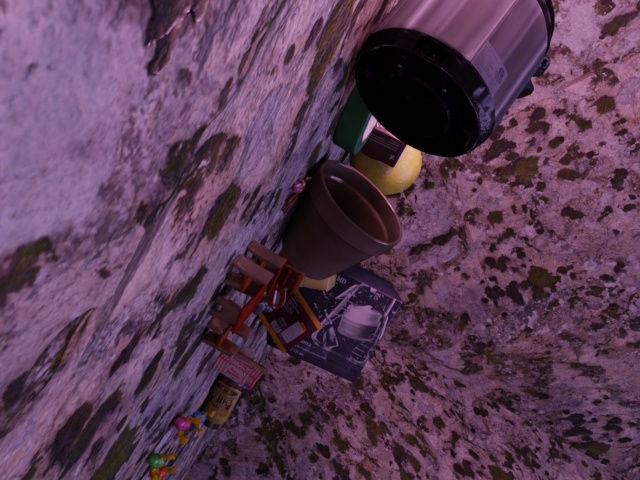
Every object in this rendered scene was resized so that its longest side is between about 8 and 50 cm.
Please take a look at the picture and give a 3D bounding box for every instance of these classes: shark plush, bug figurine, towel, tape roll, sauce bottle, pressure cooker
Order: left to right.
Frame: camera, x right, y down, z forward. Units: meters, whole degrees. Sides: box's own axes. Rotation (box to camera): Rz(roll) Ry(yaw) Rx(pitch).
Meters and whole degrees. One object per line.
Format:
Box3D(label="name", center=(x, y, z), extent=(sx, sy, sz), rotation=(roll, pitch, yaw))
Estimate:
Box3D(label="bug figurine", center=(-0.435, 0.611, 1.474), extent=(0.279, 0.072, 0.216), rotation=(-54, 167, -24))
Box3D(label="towel", center=(-0.467, 0.635, 1.663), extent=(0.083, 0.009, 0.060), rotation=(-60, 175, -3))
Box3D(label="sauce bottle", center=(-0.354, 0.563, 1.882), extent=(0.344, 0.111, 0.111), rotation=(-63, 175, 16))
Box3D(label="shark plush", center=(-0.213, 0.231, 1.704), extent=(0.067, 0.073, 0.161), rotation=(-29, 176, -7))
Box3D(label="tape roll", center=(0.148, -0.416, 1.470), extent=(0.321, 0.077, 0.321), rotation=(-60, 176, -6))
Box3D(label="pressure cooker", center=(0.335, -0.454, 1.165), extent=(0.420, 0.375, 0.370), rotation=(-53, 156, -14))

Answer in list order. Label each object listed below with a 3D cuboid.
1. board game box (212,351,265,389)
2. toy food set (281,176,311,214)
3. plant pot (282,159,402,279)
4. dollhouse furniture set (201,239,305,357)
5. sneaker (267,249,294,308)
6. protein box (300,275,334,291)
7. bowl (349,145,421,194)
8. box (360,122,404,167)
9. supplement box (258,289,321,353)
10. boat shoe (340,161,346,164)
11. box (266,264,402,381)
Box3D(label="board game box", center=(-0.275, 0.437, 1.682), extent=(0.045, 0.146, 0.193), rotation=(-60, 176, -1))
Box3D(label="toy food set", center=(-0.070, -0.120, 1.274), extent=(0.122, 0.019, 0.078), rotation=(-53, 177, 10))
Box3D(label="plant pot", center=(0.039, -0.031, 1.488), extent=(0.280, 0.323, 0.323), rotation=(-45, -176, 28))
Box3D(label="dollhouse furniture set", center=(-0.149, 0.133, 1.209), extent=(0.262, 0.135, 0.259), rotation=(-63, 175, 31))
Box3D(label="sneaker", center=(-0.148, 0.117, 1.715), extent=(0.221, 0.087, 0.128), rotation=(-69, -161, 7))
Box3D(label="protein box", center=(-0.007, 0.075, 1.867), extent=(0.201, 0.136, 0.200), rotation=(-7, 108, -80))
Box3D(label="bowl", center=(0.252, -0.337, 1.889), extent=(0.289, 0.289, 0.156), rotation=(-60, 169, -10))
Box3D(label="box", center=(0.266, -0.461, 1.779), extent=(0.381, 0.191, 0.143), rotation=(-59, 172, -32))
Box3D(label="supplement box", center=(-0.124, 0.332, 2.040), extent=(0.194, 0.191, 0.129), rotation=(-33, 172, -6))
Box3D(label="boat shoe", center=(0.074, -0.252, 1.854), extent=(0.135, 0.050, 0.045), rotation=(106, 9, -73))
Box3D(label="box", center=(0.054, 0.342, 2.370), extent=(0.472, 0.479, 0.297), rotation=(-62, -169, 10))
